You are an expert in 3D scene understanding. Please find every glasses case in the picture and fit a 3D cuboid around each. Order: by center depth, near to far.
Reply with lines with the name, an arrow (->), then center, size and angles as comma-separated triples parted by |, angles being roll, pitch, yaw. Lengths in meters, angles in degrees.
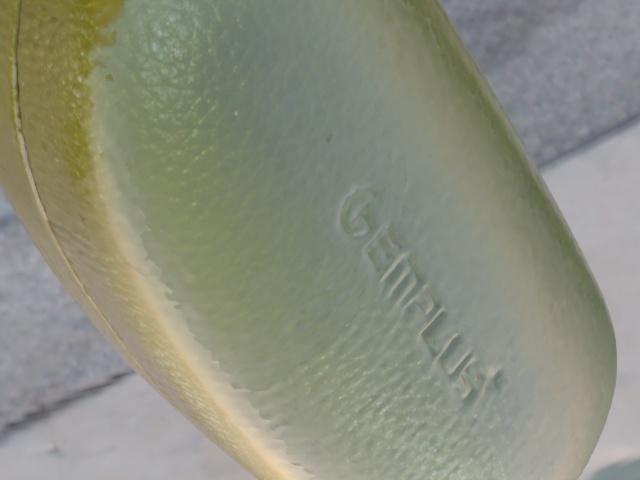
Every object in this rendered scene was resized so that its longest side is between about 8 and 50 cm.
glasses case -> 0.000, 0.000, 0.739 | 0.173, 0.141, 0.371 | -46, 132, -11
